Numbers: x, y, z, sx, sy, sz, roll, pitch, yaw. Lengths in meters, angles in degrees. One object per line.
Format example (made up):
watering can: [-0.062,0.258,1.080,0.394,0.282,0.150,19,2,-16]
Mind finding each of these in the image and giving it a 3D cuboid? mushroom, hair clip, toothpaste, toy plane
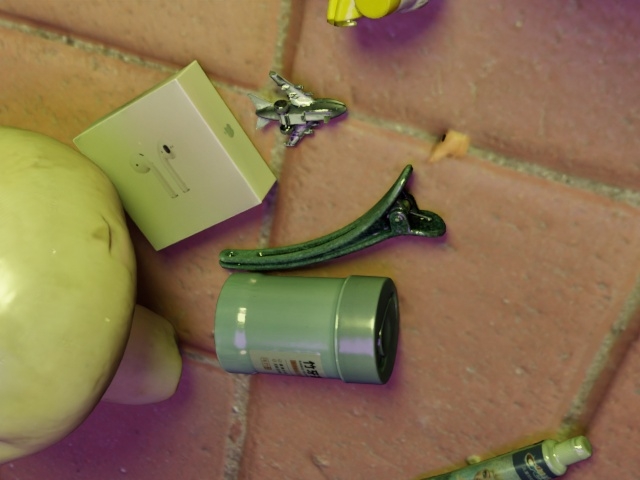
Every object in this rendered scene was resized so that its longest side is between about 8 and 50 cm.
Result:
mushroom: [-0.255,0.062,0.773,0.314,0.314,0.336,-18,154,27]
hair clip: [0.000,0.000,0.789,0.229,0.039,0.070,-21,115,29]
toothpaste: [0.188,0.246,0.893,0.062,0.037,0.216,46,129,-15]
toy plane: [-0.019,-0.110,0.728,0.083,0.031,0.078,5,139,17]

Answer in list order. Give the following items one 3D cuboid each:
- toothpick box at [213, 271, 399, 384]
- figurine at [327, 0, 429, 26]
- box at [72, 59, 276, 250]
toothpick box: [-0.010,0.081,0.807,0.153,0.101,0.101,1,122,19]
figurine: [0.024,-0.240,0.603,0.129,0.109,0.178,-37,107,6]
box: [-0.131,-0.074,0.773,0.130,0.051,0.129,-23,113,29]
